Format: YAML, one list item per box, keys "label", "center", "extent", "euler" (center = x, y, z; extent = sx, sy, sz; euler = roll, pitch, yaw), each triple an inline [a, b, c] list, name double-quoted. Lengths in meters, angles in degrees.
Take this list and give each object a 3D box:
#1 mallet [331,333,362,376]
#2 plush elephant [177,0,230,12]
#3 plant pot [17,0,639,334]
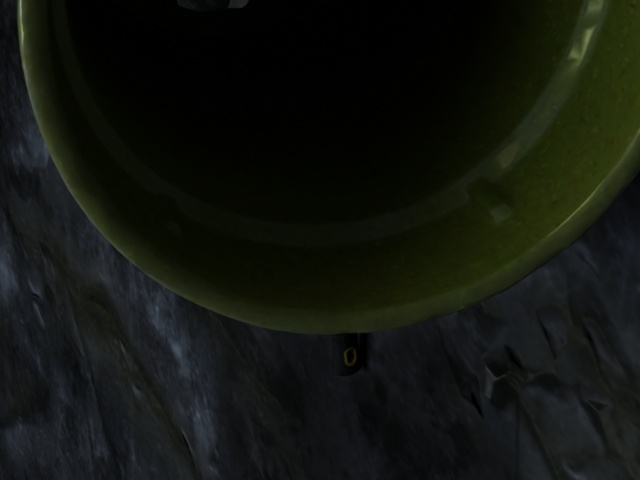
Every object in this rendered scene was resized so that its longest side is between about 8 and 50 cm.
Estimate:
- label: "mallet"
  center: [0.000, 0.000, 1.012]
  extent: [0.039, 0.062, 0.190]
  euler: [41, 138, 49]
- label: "plush elephant"
  center: [-0.194, -0.294, 1.049]
  extent: [0.255, 0.272, 0.330]
  euler: [-2, 73, 52]
- label: "plant pot"
  center: [-0.011, -0.137, 0.783]
  extent: [0.254, 0.276, 0.276]
  euler: [-126, 31, -61]
